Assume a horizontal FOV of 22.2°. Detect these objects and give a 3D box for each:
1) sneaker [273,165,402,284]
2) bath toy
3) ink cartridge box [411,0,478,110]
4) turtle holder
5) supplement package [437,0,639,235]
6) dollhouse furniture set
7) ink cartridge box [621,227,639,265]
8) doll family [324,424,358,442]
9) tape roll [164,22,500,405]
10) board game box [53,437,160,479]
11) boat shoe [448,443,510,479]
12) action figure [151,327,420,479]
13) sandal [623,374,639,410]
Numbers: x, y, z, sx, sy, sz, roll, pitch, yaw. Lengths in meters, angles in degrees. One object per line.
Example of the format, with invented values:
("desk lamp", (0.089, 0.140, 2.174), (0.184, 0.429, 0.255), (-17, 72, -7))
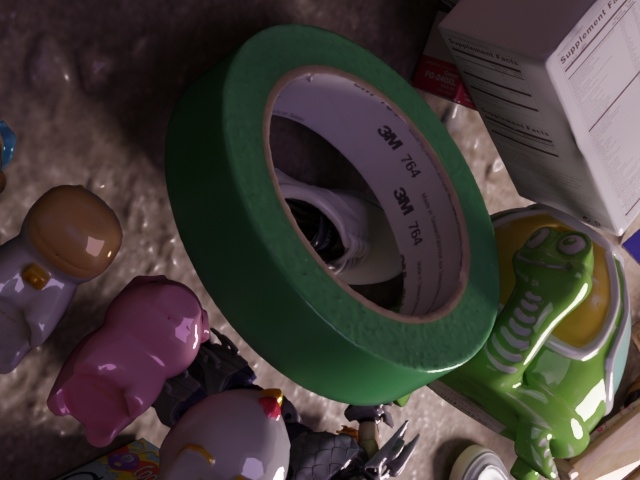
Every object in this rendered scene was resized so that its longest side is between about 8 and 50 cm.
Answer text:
("sneaker", (0.000, 0.000, 1.477), (0.258, 0.091, 0.094), (18, 110, -43))
("bath toy", (-0.152, 0.067, 1.241), (0.348, 0.151, 0.129), (44, 35, -10))
("ink cartridge box", (0.166, -0.200, 1.581), (0.109, 0.063, 0.151), (14, 98, -46))
("turtle holder", (0.178, 0.075, 1.573), (0.227, 0.243, 0.320), (-55, 144, -10))
("supplement package", (0.235, -0.146, 1.526), (0.139, 0.134, 0.244), (-48, 135, -17))
("dollhouse furniture set", (0.324, 0.287, 1.917), (0.303, 0.174, 0.356), (-36, 113, -10))
("ink cartridge box", (0.482, 0.006, 1.842), (0.208, 0.206, 0.045), (-43, 163, 2))
("doll family", (0.011, 0.276, 1.624), (0.163, 0.118, 0.263), (-48, 116, -10))
("tape roll", (0.017, -0.025, 1.362), (0.321, 0.077, 0.321), (29, 44, -33))
("board game box", (-0.213, 0.304, 1.376), (0.275, 0.142, 0.144), (-24, 123, -35))
("boat shoe", (0.211, 0.319, 1.836), (0.079, 0.081, 0.227), (-42, 132, -23))
("action figure", (-0.042, 0.164, 1.374), (0.185, 0.285, 0.099), (-31, 134, -34))
("sandal", (0.410, 0.180, 1.978), (0.090, 0.060, 0.219), (28, 105, -39))
